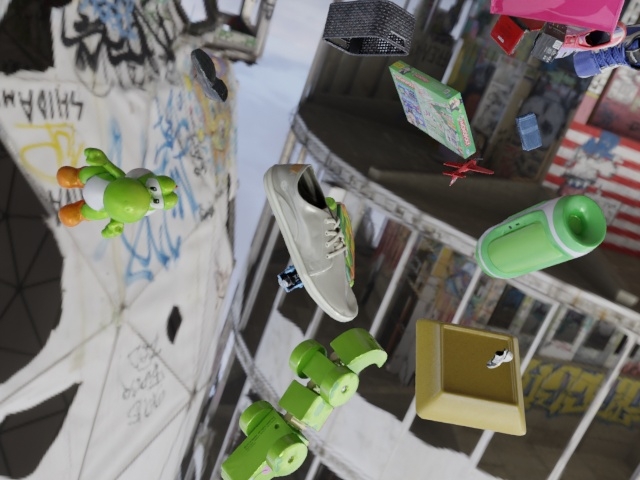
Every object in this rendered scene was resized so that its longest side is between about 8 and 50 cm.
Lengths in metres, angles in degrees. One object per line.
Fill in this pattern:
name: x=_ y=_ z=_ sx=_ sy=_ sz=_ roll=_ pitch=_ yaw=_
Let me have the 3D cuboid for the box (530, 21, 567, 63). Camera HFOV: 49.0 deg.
box: x=0.516 y=-0.451 z=1.587 sx=0.052 sy=0.062 sz=0.083 roll=26 pitch=-135 yaw=2

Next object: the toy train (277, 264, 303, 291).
toy train: x=-0.056 y=0.096 z=2.226 sx=0.184 sy=0.105 sz=0.080 roll=-34 pitch=-86 yaw=-29

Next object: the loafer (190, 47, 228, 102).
loafer: x=-0.301 y=-0.423 z=1.818 sx=0.061 sy=0.170 sz=0.062 roll=3 pitch=-126 yaw=23

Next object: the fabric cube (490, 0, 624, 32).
fabric cube: x=0.506 y=-0.614 z=1.408 sx=0.258 sy=0.259 sz=0.254 roll=15 pitch=157 yaw=17

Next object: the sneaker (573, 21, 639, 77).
sneaker: x=0.895 y=-0.566 z=2.073 sx=0.316 sy=0.127 sz=0.182 roll=-15 pitch=-157 yaw=39

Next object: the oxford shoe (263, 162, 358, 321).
oxford shoe: x=0.000 y=0.000 z=1.796 sx=0.449 sy=0.130 sz=0.169 roll=66 pitch=-155 yaw=-6

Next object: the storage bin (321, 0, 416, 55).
storage bin: x=0.107 y=-0.469 z=1.557 sx=0.180 sy=0.084 sz=0.122 roll=15 pitch=-178 yaw=44

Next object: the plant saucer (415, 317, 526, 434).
plant saucer: x=0.451 y=0.379 z=2.069 sx=0.333 sy=0.081 sz=0.332 roll=11 pitch=-129 yaw=-6

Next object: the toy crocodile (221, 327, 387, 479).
toy crocodile: x=-0.029 y=0.279 z=1.154 sx=0.115 sy=0.340 sz=0.105 roll=32 pitch=168 yaw=43

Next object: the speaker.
speaker: x=0.456 y=-0.002 z=1.491 sx=0.131 sy=0.131 sz=0.296 roll=13 pitch=161 yaw=-19

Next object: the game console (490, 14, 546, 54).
game console: x=0.564 y=-0.591 z=1.975 sx=0.085 sy=0.124 sz=0.144 roll=14 pitch=-146 yaw=-25

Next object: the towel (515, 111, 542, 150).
towel: x=0.707 y=-0.369 z=2.381 sx=0.067 sy=0.119 sz=0.029 roll=-18 pitch=-170 yaw=-4

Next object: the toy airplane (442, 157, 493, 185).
toy airplane: x=0.391 y=-0.197 z=1.930 sx=0.151 sy=0.028 sz=0.151 roll=-8 pitch=-148 yaw=5

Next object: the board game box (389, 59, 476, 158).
board game box: x=0.332 y=-0.395 z=2.100 sx=0.046 sy=0.213 sz=0.317 roll=-33 pitch=-140 yaw=-8

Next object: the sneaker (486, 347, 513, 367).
sneaker: x=0.476 y=0.313 z=1.887 sx=0.037 sy=0.083 sz=0.032 roll=44 pitch=-146 yaw=-15

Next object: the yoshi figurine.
yoshi figurine: x=-0.525 y=-0.112 z=1.737 sx=0.362 sy=0.203 sz=0.203 roll=1 pitch=145 yaw=33

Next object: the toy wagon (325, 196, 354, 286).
toy wagon: x=0.055 y=0.040 z=2.223 sx=0.068 sy=0.267 sz=0.344 roll=-9 pitch=-134 yaw=12

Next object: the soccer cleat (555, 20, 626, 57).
soccer cleat: x=0.695 y=-0.542 z=1.899 sx=0.248 sy=0.083 sz=0.095 roll=2 pitch=-160 yaw=44
